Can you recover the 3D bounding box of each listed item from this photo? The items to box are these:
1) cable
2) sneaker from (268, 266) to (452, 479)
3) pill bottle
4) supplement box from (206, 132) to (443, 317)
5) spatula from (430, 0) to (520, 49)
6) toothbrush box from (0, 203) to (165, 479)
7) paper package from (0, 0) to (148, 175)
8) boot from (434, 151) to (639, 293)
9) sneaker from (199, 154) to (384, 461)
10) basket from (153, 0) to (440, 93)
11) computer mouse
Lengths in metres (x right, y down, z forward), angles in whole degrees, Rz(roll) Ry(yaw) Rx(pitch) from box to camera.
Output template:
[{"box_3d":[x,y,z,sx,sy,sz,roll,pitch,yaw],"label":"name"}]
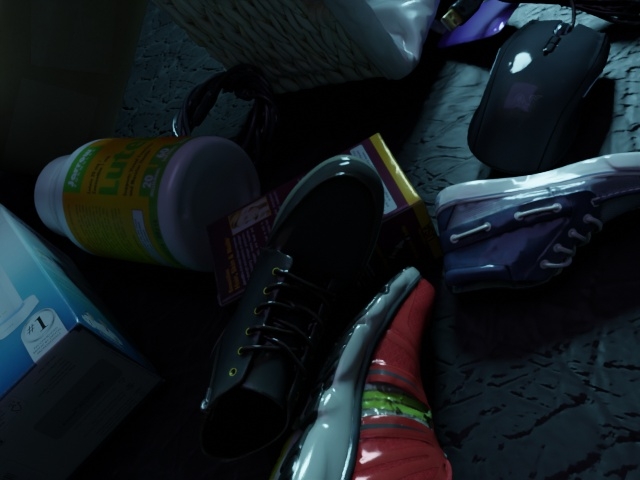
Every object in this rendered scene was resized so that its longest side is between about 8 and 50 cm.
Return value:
[{"box_3d":[-0.115,-0.145,0.720,0.185,0.047,0.150,-7,66,39],"label":"cable"},{"box_3d":[0.041,0.136,0.394,0.118,0.107,0.279,30,46,-2],"label":"sneaker"},{"box_3d":[-0.199,-0.044,0.641,0.246,0.136,0.136,5,57,33],"label":"pill bottle"},{"box_3d":[0.000,0.000,0.531,0.188,0.081,0.104,-28,45,6],"label":"supplement box"},{"box_3d":[0.110,-0.280,0.741,0.296,0.030,0.084,19,64,39],"label":"spatula"},{"box_3d":[-0.330,0.117,0.588,0.216,0.126,0.295,-47,47,-12],"label":"toothbrush box"},{"box_3d":[-0.379,-0.286,0.819,0.309,0.168,0.324,50,125,46],"label":"paper package"},{"box_3d":[0.187,-0.008,0.455,0.190,0.069,0.086,-10,67,22],"label":"boot"},{"box_3d":[-0.014,0.049,0.417,0.222,0.083,0.118,-62,11,14],"label":"sneaker"},{"box_3d":[-0.031,-0.393,0.668,0.266,0.328,0.331,3,64,43],"label":"basket"},{"box_3d":[0.191,-0.192,0.569,0.184,0.060,0.262,28,69,24],"label":"computer mouse"}]
